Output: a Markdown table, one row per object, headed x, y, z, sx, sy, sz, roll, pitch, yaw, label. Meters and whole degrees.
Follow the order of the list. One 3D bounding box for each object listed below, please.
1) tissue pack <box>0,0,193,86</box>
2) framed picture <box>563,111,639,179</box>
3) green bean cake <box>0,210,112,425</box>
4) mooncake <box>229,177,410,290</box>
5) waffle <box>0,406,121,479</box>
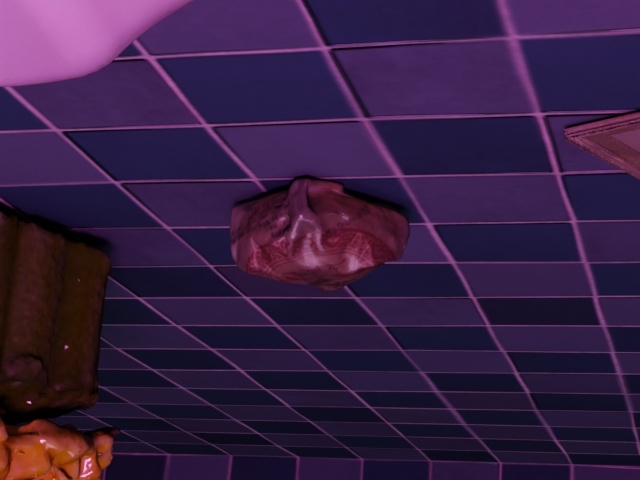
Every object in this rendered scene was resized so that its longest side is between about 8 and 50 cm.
| x | y | z | sx | sy | sz | roll | pitch | yaw | label |
| --- | --- | --- | --- | --- | --- | --- | --- | --- | --- |
| -0.040 | -0.198 | 0.364 | 0.333 | 0.236 | 0.229 | -11 | 148 | 40 | tissue pack |
| 0.316 | -0.073 | 1.048 | 0.231 | 0.010 | 0.173 | -12 | 157 | 42 | framed picture |
| -0.393 | 0.084 | 1.379 | 0.335 | 0.218 | 0.319 | -10 | 158 | 44 | green bean cake |
| 0.000 | 0.000 | 1.259 | 0.130 | 0.073 | 0.125 | 13 | 159 | -33 | mooncake |
| -0.401 | 0.220 | 1.367 | 0.382 | 0.095 | 0.380 | -19 | 158 | 37 | waffle |
